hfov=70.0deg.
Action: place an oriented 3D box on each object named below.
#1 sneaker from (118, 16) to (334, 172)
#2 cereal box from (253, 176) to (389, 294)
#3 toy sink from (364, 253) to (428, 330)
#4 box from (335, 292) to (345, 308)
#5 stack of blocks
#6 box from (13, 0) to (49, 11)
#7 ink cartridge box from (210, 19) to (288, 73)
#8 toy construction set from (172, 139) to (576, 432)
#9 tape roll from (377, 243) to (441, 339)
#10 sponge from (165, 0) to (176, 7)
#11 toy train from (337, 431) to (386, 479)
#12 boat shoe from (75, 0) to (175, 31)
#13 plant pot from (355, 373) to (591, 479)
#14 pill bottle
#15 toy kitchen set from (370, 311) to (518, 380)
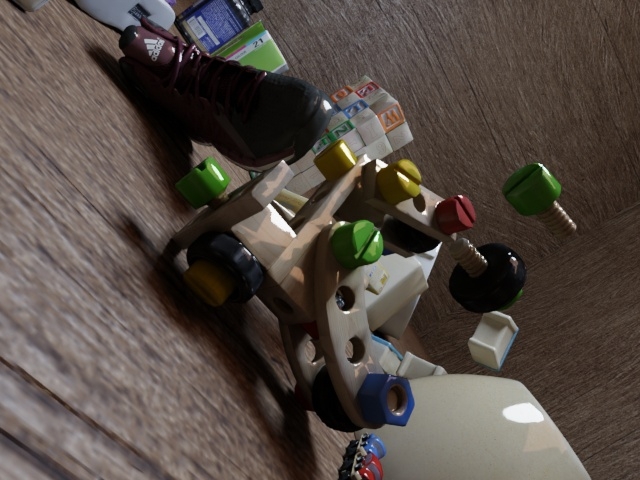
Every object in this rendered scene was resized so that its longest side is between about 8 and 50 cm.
[{"bbox_3d":[-0.126,-0.161,0.484,0.282,0.106,0.163,18,-13,46],"label":"sneaker"},{"bbox_3d":[0.000,0.000,0.732,0.173,0.047,0.240,25,-13,31],"label":"cereal box"},{"bbox_3d":[0.090,0.045,0.969,0.234,0.153,0.131,50,-3,33],"label":"toy sink"},{"bbox_3d":[0.053,0.144,0.892,0.083,0.018,0.067,56,5,-5],"label":"box"},{"bbox_3d":[0.006,-0.186,0.899,0.087,0.297,0.171,55,7,-39],"label":"stack of blocks"},{"bbox_3d":[-0.268,-0.331,0.381,0.275,0.113,0.094,58,7,24],"label":"box"},{"bbox_3d":[-0.185,-0.419,1.110,0.097,0.189,0.255,57,7,-14],"label":"ink cartridge box"},{"bbox_3d":[-0.010,-0.008,0.429,0.237,0.257,0.309,42,-10,-18],"label":"toy construction set"},{"bbox_3d":[0.257,0.082,1.257,0.072,0.391,0.392,23,-1,12],"label":"tape roll"},{"bbox_3d":[-0.467,-0.729,1.202,0.210,0.031,0.117,55,6,-9],"label":"sponge"},{"bbox_3d":[0.036,0.200,0.394,0.027,0.036,0.158,58,6,9],"label":"toy train"},{"bbox_3d":[-0.254,-0.327,0.557,0.088,0.096,0.267,52,6,-8],"label":"boat shoe"},{"bbox_3d":[0.193,0.273,0.543,0.284,0.191,0.284,56,6,-8],"label":"plant pot"},{"bbox_3d":[-0.267,-0.600,1.221,0.122,0.219,0.123,56,6,-9],"label":"pill bottle"},{"bbox_3d":[0.200,0.182,0.773,0.207,0.166,0.122,18,-22,39],"label":"toy kitchen set"}]
